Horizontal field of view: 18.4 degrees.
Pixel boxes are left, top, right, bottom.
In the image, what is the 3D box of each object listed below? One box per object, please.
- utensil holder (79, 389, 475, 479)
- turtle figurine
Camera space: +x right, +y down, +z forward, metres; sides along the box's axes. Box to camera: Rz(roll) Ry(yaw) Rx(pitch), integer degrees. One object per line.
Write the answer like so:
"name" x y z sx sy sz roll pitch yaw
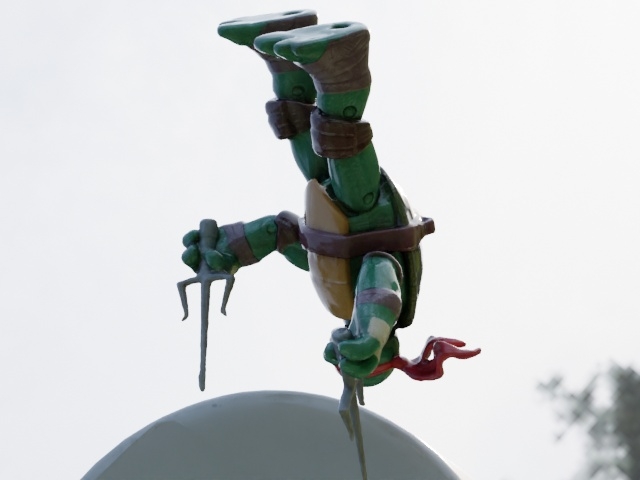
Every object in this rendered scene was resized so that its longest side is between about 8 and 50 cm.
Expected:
"utensil holder" 0.017 0.287 1.246 0.327 0.327 0.385 -47 -24 -2
"turtle figurine" 0.000 0.000 1.041 0.118 0.175 0.234 -17 -73 -36
